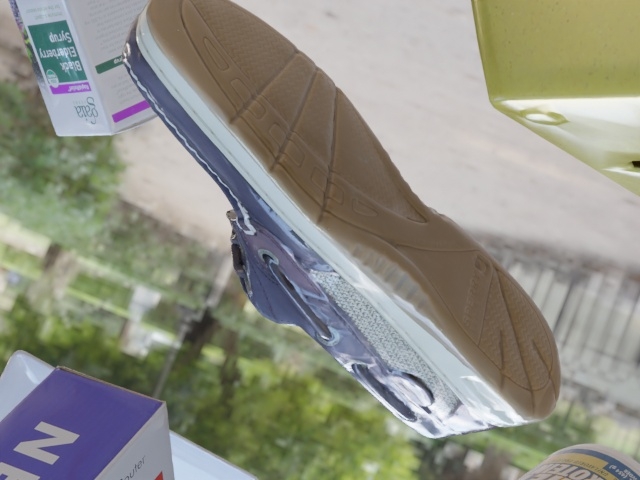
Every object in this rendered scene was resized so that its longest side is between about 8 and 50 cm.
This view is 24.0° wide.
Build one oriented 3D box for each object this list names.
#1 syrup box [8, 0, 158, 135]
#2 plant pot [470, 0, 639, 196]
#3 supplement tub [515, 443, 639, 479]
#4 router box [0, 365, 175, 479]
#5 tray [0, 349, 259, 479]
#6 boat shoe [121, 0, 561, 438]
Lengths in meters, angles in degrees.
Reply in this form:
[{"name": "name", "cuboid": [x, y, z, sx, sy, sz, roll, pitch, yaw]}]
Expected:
[{"name": "syrup box", "cuboid": [-0.218, -0.218, 1.377, 0.096, 0.236, 0.093, -29, -159, -37]}, {"name": "plant pot", "cuboid": [0.167, -0.111, 0.509, 0.212, 0.187, 0.212, 3, 167, 42]}, {"name": "supplement tub", "cuboid": [0.184, 0.263, 1.213, 0.144, 0.144, 0.200, 17, -153, 36]}, {"name": "router box", "cuboid": [-0.195, 0.290, 0.864, 0.082, 0.335, 0.301, 15, 127, 23]}, {"name": "tray", "cuboid": [-0.205, 0.226, 1.466, 0.270, 0.145, 0.030, 29, -168, 0]}, {"name": "boat shoe", "cuboid": [0.000, 0.000, 0.739, 0.092, 0.103, 0.285, -34, 113, 33]}]
